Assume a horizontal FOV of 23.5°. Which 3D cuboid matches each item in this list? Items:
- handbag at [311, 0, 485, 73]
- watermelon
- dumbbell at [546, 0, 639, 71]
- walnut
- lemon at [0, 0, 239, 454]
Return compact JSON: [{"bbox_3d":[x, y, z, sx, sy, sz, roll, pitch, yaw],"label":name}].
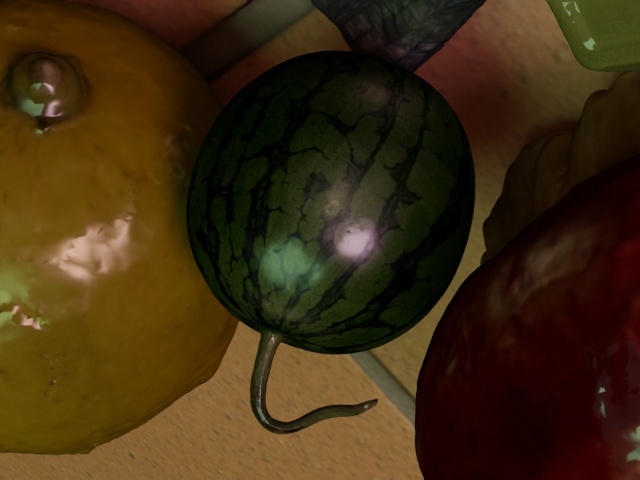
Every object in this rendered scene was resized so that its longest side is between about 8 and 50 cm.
[{"bbox_3d":[-0.016,-0.190,0.708,0.270,0.089,0.175,46,151,-12],"label":"handbag"},{"bbox_3d":[0.000,0.000,0.747,0.140,0.187,0.141,19,163,6],"label":"watermelon"},{"bbox_3d":[0.089,-0.206,0.569,0.121,0.108,0.302,-6,125,44],"label":"dumbbell"},{"bbox_3d":[0.158,0.044,0.723,0.221,0.244,0.269,5,142,-21],"label":"walnut"},{"bbox_3d":[-0.161,-0.002,0.881,0.260,0.260,0.284,44,134,-8],"label":"lemon"}]
